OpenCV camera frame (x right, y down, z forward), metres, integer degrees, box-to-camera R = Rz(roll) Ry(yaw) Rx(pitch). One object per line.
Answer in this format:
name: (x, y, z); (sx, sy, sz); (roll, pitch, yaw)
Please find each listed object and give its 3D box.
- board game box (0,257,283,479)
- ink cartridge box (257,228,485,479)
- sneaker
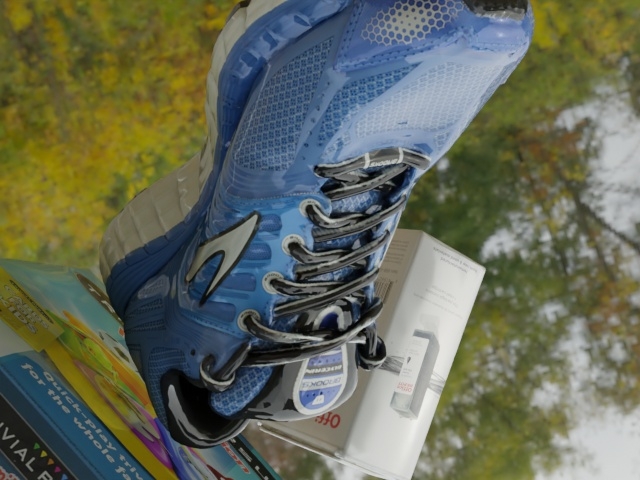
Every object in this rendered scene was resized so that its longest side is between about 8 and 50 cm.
board game box: (-0.123, 0.125, 0.688); (0.079, 0.254, 0.336); (-43, 175, 1)
ink cartridge box: (0.045, 0.103, 1.115); (0.158, 0.092, 0.218); (7, -108, 58)
sneaker: (0.000, 0.000, 0.543); (0.129, 0.147, 0.330); (-2, 150, -30)
